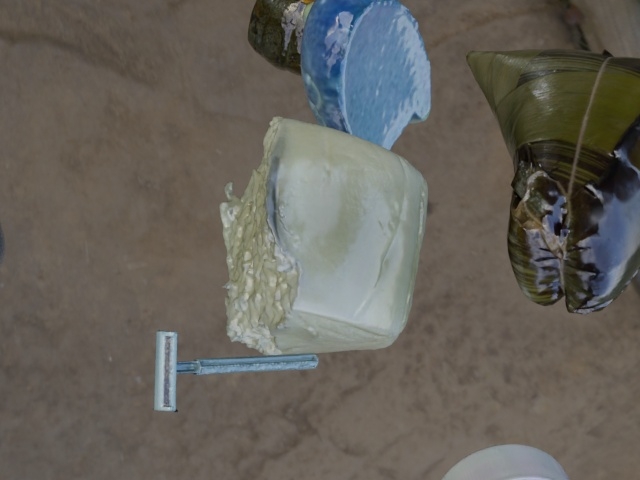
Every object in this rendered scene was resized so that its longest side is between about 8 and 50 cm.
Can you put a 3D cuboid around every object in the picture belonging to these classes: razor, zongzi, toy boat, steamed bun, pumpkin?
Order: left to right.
[{"bbox_3d":[-0.091,0.138,1.074,0.211,0.036,0.084,2,90,-41],"label":"razor"},{"bbox_3d":[-0.037,-0.349,1.632,0.131,0.248,0.126,24,107,15],"label":"pumpkin"},{"bbox_3d":[0.000,0.000,1.195,0.273,0.272,0.290,3,84,-2],"label":"steamed bun"},{"bbox_3d":[0.054,-0.243,1.436,0.215,0.123,0.330,-54,147,-14],"label":"toy boat"},{"bbox_3d":[0.200,-0.083,0.941,0.289,0.317,0.154,-38,133,-34],"label":"zongzi"}]

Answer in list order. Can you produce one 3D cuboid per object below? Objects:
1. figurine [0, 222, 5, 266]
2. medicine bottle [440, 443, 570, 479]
[{"bbox_3d":[-0.356,-0.020,0.734,0.203,0.380,0.248,44,63,5],"label":"figurine"},{"bbox_3d":[0.180,0.307,0.775,0.170,0.293,0.170,-3,116,-6],"label":"medicine bottle"}]
